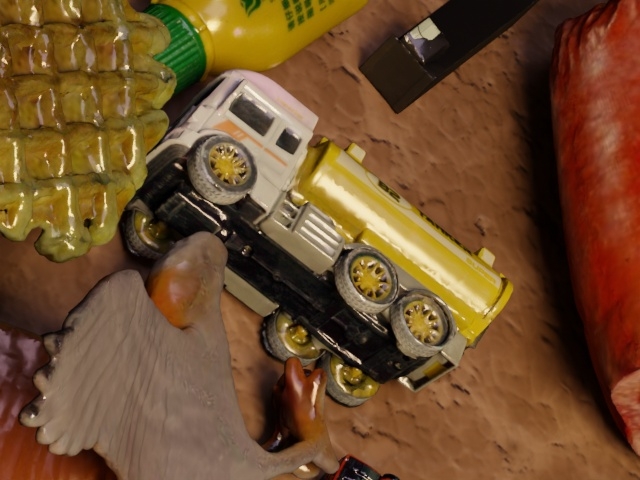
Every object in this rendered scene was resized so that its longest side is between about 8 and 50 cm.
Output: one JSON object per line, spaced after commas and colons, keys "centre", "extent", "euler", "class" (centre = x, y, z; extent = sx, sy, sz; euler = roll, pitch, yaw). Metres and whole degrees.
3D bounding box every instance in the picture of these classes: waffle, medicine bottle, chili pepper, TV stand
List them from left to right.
{"centre": [-0.148, -0.087, 0.942], "extent": [0.169, 0.036, 0.183], "euler": [43, 48, -29], "class": "waffle"}
{"centre": [-0.068, -0.132, 1.105], "extent": [0.260, 0.064, 0.095], "euler": [-39, 108, -36], "class": "medicine bottle"}
{"centre": [0.125, -0.169, 1.249], "extent": [0.040, 0.049, 0.256], "euler": [50, 52, 2], "class": "TV stand"}
{"centre": [0.276, -0.030, 1.156], "extent": [0.251, 0.229, 0.305], "euler": [-7, 66, 6], "class": "chili pepper"}

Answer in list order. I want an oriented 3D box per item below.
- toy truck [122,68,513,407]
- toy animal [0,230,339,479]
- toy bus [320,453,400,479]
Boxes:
{"centre": [0.000, 0.000, 1.062], "extent": [0.227, 0.098, 0.114], "euler": [38, 50, -12], "class": "toy truck"}
{"centre": [-0.082, 0.147, 0.924], "extent": [0.302, 0.225, 0.284], "euler": [-15, 93, -47], "class": "toy animal"}
{"centre": [0.046, 0.166, 1.038], "extent": [0.110, 0.043, 0.031], "euler": [38, 50, -7], "class": "toy bus"}
